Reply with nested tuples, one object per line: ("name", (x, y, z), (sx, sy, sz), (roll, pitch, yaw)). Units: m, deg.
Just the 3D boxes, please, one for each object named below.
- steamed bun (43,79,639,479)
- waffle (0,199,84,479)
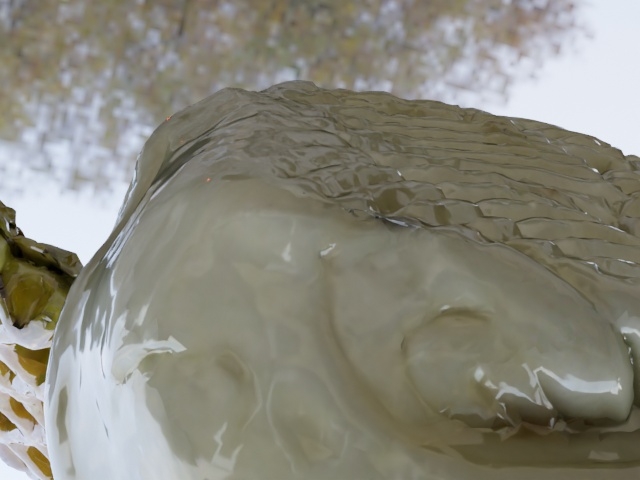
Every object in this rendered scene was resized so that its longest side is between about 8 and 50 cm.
("steamed bun", (0.053, 0.075, 0.636), (0.276, 0.203, 0.289), (21, -166, 10))
("waffle", (-0.145, 0.046, 0.888), (0.245, 0.254, 0.052), (32, -114, 19))
